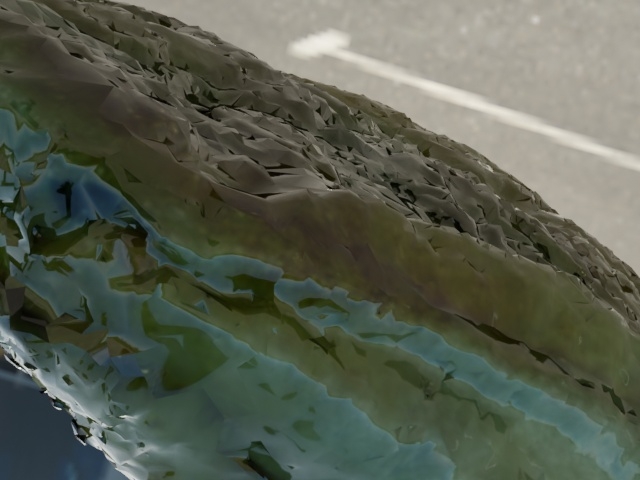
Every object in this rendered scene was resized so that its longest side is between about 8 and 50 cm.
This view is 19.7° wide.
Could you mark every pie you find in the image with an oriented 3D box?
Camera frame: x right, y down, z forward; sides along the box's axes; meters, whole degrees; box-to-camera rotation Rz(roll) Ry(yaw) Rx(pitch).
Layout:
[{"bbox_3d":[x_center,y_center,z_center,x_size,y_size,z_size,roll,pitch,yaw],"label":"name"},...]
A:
[{"bbox_3d":[0.000,0.000,0.450,0.277,0.078,0.277,32,-168,-8],"label":"pie"}]
